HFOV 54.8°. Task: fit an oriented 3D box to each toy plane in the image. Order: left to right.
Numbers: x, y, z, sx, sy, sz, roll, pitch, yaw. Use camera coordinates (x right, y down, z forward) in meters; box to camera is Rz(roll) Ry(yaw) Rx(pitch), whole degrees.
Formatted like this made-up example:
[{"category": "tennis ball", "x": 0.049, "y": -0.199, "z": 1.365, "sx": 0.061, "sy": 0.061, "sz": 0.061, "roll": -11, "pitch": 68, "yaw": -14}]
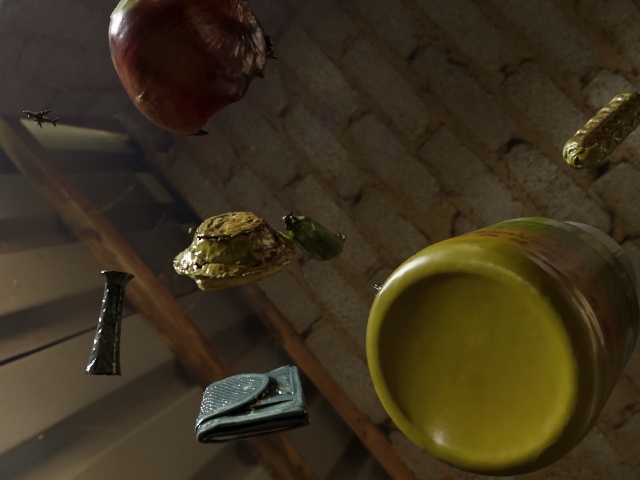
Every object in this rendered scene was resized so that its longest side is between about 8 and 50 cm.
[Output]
[{"category": "toy plane", "x": -0.706, "y": -0.311, "z": 1.564, "sx": 0.084, "sy": 0.078, "sz": 0.024, "roll": 8, "pitch": -123, "yaw": -39}]

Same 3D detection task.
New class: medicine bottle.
[{"category": "medicine bottle", "x": 0.235, "y": 0.087, "z": 0.702, "sx": 0.224, "sy": 0.224, "sz": 0.384, "roll": 52, "pitch": -150, "yaw": 17}]

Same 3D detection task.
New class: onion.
[{"category": "onion", "x": -0.281, "y": -0.396, "z": 1.286, "sx": 0.341, "sy": 0.341, "sz": 0.341, "roll": 41, "pitch": -161, "yaw": -17}]

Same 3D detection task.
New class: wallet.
[{"category": "wallet", "x": -0.155, "y": 0.355, "z": 1.394, "sx": 0.342, "sy": 0.237, "sz": 0.075, "roll": -149, "pitch": 49, "yaw": -83}]

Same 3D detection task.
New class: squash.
[{"category": "squash", "x": 0.000, "y": 0.003, "z": 1.322, "sx": 0.071, "sy": 0.080, "sz": 0.318, "roll": 11, "pitch": 176, "yaw": 21}]

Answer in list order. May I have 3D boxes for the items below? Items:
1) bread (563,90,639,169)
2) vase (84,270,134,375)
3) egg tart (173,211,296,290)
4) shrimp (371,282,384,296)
[{"category": "bread", "x": 0.695, "y": -0.265, "z": 1.504, "sx": 0.098, "sy": 0.269, "sz": 0.087, "roll": 44, "pitch": 160, "yaw": 17}, {"category": "vase", "x": -0.343, "y": 0.134, "z": 1.008, "sx": 0.059, "sy": 0.059, "sz": 0.166, "roll": 20, "pitch": -107, "yaw": -54}, {"category": "egg tart", "x": -0.164, "y": 0.010, "z": 1.169, "sx": 0.241, "sy": 0.241, "sz": 0.105, "roll": -84, "pitch": -12, "yaw": -66}, {"category": "shrimp", "x": 0.227, "y": 0.163, "z": 1.284, "sx": 0.198, "sy": 0.051, "sz": 0.262, "roll": 35, "pitch": 172, "yaw": -39}]
